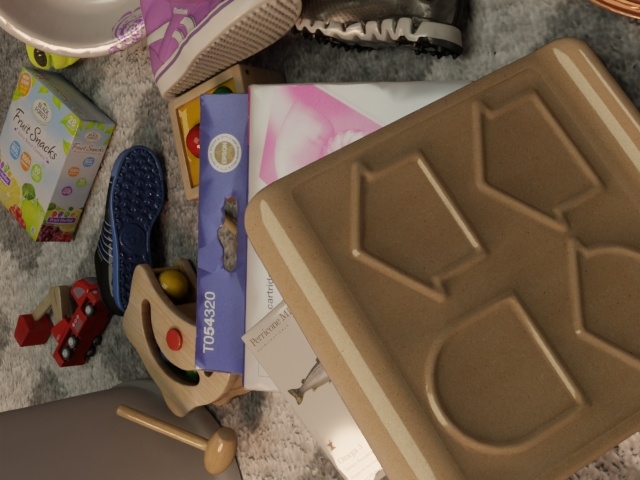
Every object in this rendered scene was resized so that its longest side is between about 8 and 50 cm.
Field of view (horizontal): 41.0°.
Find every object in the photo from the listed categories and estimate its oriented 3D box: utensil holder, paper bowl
[{"bbox_3d":[-0.339,0.355,1.044,0.327,0.385,0.328,0,91,38],"label":"utensil holder"},{"bbox_3d":[-0.308,-0.390,1.099,0.284,0.284,0.148,-59,16,24],"label":"paper bowl"}]

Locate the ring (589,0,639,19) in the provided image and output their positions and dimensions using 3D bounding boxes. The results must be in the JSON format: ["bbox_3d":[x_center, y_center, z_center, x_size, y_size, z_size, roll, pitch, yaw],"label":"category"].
[{"bbox_3d":[0.312,-0.346,0.690,0.336,0.032,0.337,7,105,27],"label":"ring"}]

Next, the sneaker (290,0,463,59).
[{"bbox_3d":[0.055,-0.257,0.912,0.234,0.078,0.106,15,95,36],"label":"sneaker"}]

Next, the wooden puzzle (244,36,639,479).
[{"bbox_3d":[0.156,0.030,0.731,0.347,0.080,0.322,-29,75,-10],"label":"wooden puzzle"}]

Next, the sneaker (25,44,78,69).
[{"bbox_3d":[-0.375,-0.398,1.250,0.123,0.109,0.296,-142,58,-62],"label":"sneaker"}]

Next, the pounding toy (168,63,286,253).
[{"bbox_3d":[-0.118,-0.080,1.039,0.181,0.094,0.206,-19,79,37],"label":"pounding toy"}]

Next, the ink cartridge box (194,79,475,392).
[{"bbox_3d":[0.000,0.000,0.895,0.329,0.071,0.324,2,93,21],"label":"ink cartridge box"}]

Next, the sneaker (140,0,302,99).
[{"bbox_3d":[-0.133,-0.274,0.957,0.282,0.102,0.161,-16,89,53],"label":"sneaker"}]

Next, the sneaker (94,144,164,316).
[{"bbox_3d":[-0.270,-0.013,1.173,0.090,0.081,0.233,1,86,51],"label":"sneaker"}]

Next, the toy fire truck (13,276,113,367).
[{"bbox_3d":[-0.384,0.115,1.288,0.135,0.047,0.192,47,118,29],"label":"toy fire truck"}]

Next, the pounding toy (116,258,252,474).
[{"bbox_3d":[-0.165,0.137,1.043,0.270,0.154,0.154,52,125,25],"label":"pounding toy"}]

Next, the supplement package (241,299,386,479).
[{"bbox_3d":[0.034,0.121,0.794,0.105,0.105,0.179,-43,79,23],"label":"supplement package"}]

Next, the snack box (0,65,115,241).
[{"bbox_3d":[-0.412,-0.129,1.290,0.174,0.070,0.207,39,112,32],"label":"snack box"}]
